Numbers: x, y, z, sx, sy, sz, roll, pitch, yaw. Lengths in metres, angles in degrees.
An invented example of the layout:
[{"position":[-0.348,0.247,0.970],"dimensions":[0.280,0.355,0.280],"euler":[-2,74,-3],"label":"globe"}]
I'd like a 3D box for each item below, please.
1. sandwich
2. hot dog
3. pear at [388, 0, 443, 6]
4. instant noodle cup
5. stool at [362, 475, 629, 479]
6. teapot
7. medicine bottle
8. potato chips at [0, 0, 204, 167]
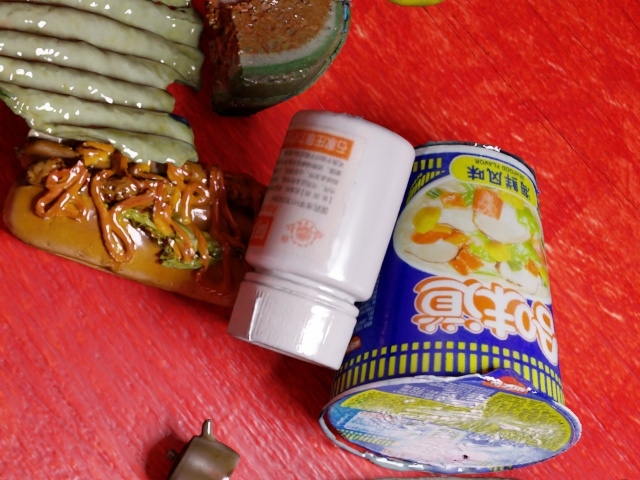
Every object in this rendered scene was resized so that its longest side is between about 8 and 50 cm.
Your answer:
[{"position":[-0.042,-0.244,1.774],"dimensions":[0.235,0.079,0.159],"euler":[-22,88,-38],"label":"sandwich"},{"position":[-0.168,-0.029,1.640],"dimensions":[0.348,0.117,0.158],"euler":[21,67,-19],"label":"hot dog"},{"position":[0.106,-0.380,1.848],"dimensions":[0.198,0.198,0.198],"euler":[8,71,-23],"label":"pear"},{"position":[0.147,0.068,1.688],"dimensions":[0.284,0.284,0.312],"euler":[16,60,-20],"label":"instant noodle cup"},{"position":[0.184,0.393,1.613],"dimensions":[0.310,0.226,0.310],"euler":[3,73,-26],"label":"stool"},{"position":[-0.135,0.246,1.598],"dimensions":[0.068,0.076,0.121],"euler":[31,93,-3],"label":"teapot"},{"position":[0.000,0.000,1.587],"dimensions":[0.144,0.144,0.252],"euler":[18,82,-19],"label":"medicine bottle"},{"position":[-0.295,-0.230,1.630],"dimensions":[0.389,0.097,0.373],"euler":[20,40,-16],"label":"potato chips"}]
